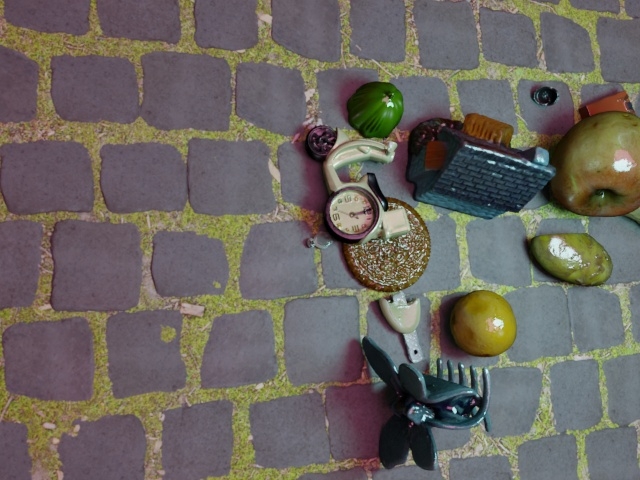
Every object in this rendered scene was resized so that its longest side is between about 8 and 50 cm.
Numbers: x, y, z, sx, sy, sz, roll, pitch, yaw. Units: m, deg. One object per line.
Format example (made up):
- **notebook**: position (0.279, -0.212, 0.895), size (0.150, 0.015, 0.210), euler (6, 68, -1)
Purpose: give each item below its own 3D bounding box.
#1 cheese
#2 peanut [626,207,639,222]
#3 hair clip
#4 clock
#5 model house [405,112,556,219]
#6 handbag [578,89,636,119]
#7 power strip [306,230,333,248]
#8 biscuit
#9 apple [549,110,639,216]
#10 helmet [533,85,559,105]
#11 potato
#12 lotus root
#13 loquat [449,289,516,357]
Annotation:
- **cheese**: position (0.265, 0.267, 1.696), size (0.127, 0.050, 0.235), euler (-17, 96, -15)
- **peanut**: position (1.179, -0.116, 1.951), size (0.313, 0.152, 0.152), euler (29, 77, -10)
- **hair clip**: position (0.307, 0.451, 1.553), size (0.238, 0.318, 0.392), euler (-8, 86, -20)
- **clock**: position (0.115, -0.177, 1.659), size (0.276, 0.120, 0.379), euler (-10, 81, -5)
- **model house**: position (0.487, -0.255, 1.674), size (0.360, 0.339, 0.297), euler (15, 82, -13)
- **handbag**: position (1.048, -0.456, 2.000), size (0.190, 0.063, 0.127), euler (-23, 90, -13)
- **power strip**: position (0.000, 0.000, 1.661), size (0.083, 0.035, 0.055), euler (-14, 88, -19)
- **biscuit**: position (0.211, 0.012, 1.716), size (0.305, 0.038, 0.305), euler (2, 83, -16)
- **apple**: position (0.922, -0.254, 1.805), size (0.338, 0.338, 0.305), euler (18, 59, -13)
- **helmet**: position (0.795, -0.510, 1.938), size (0.084, 0.049, 0.065), euler (20, 114, 12)
- **potato**: position (0.842, 0.052, 1.838), size (0.298, 0.141, 0.176), euler (24, 69, -12)
- **lotus root**: position (0.191, -0.420, 1.695), size (0.186, 0.186, 0.186), euler (2, 83, -16)
- **loquat**: position (0.500, 0.256, 1.686), size (0.208, 0.208, 0.208), euler (2, 83, -16)
